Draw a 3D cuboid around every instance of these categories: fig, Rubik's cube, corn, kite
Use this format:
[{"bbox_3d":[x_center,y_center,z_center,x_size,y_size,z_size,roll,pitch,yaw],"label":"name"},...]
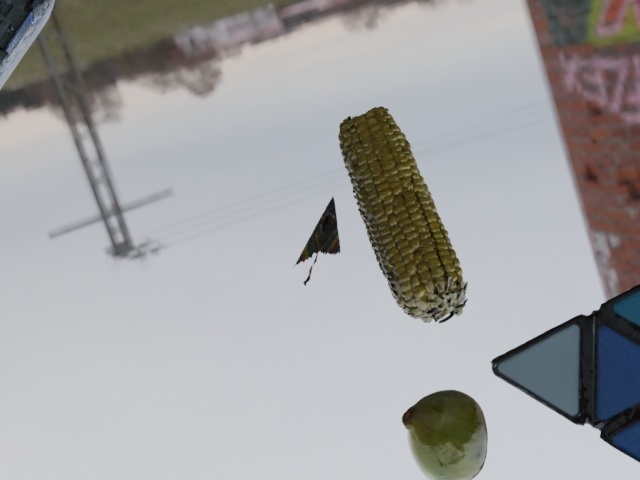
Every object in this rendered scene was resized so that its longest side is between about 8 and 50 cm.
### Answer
[{"bbox_3d":[0.189,0.290,2.040,0.121,0.153,0.136,-18,-159,-3],"label":"fig"},{"bbox_3d":[0.346,0.131,1.076,0.284,0.234,0.250,18,126,-44],"label":"Rubik's cube"},{"bbox_3d":[0.110,-0.032,1.908,0.115,0.317,0.115,-20,167,-5],"label":"corn"},{"bbox_3d":[0.000,0.000,1.296,0.004,0.090,0.122,19,172,-18],"label":"kite"}]

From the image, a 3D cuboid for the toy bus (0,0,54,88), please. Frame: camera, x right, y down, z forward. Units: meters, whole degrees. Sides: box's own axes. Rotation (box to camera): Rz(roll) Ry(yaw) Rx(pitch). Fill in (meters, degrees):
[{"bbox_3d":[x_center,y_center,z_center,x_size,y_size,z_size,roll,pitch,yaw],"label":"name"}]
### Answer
[{"bbox_3d":[-0.225,-0.135,0.932,0.061,0.051,0.153,118,-6,-46],"label":"toy bus"}]
